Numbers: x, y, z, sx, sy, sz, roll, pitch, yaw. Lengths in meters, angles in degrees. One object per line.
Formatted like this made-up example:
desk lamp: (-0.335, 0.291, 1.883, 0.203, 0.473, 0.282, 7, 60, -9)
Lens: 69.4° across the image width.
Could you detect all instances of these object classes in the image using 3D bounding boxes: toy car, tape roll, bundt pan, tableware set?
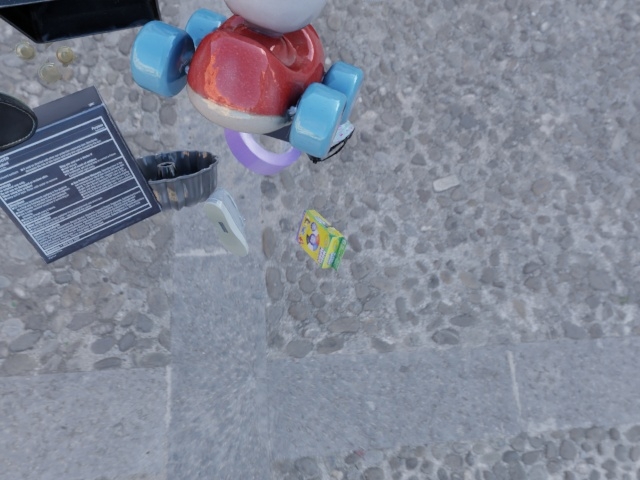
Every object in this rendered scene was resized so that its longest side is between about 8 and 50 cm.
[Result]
toy car: (-0.047, -0.249, 0.483, 0.219, 0.238, 0.210, 23, 36, 2)
tape roll: (-0.194, -0.374, 1.623, 0.275, 0.090, 0.274, 15, 65, -36)
bundt pan: (-0.479, -0.184, 1.467, 0.331, 0.331, 0.124, -9, 118, -11)
tableware set: (-0.854, -0.584, 1.440, 0.141, 0.168, 0.020, -45, 51, -9)

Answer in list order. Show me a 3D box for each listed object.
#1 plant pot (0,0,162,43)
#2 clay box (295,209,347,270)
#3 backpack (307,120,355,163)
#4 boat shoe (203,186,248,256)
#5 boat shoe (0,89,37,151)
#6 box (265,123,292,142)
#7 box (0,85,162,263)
plant pot: (-0.331, -0.379, 0.606, 0.188, 0.188, 0.167, -17, 106, -12)
clay box: (0.000, 0.000, 1.611, 0.053, 0.127, 0.222, -2, 32, -36)
backpack: (0.030, -0.374, 1.642, 0.115, 0.182, 0.152, 44, 45, -22)
boat shoe: (-0.233, -0.047, 1.229, 0.079, 0.227, 0.081, 10, 54, 22)
boat shoe: (-0.561, -0.167, 0.680, 0.113, 0.340, 0.127, 26, 105, 17)
box: (-0.122, -0.315, 0.970, 0.207, 0.153, 0.108, 15, 58, -16)
box: (-0.585, -0.158, 1.083, 0.296, 0.294, 0.183, -28, 42, -15)
